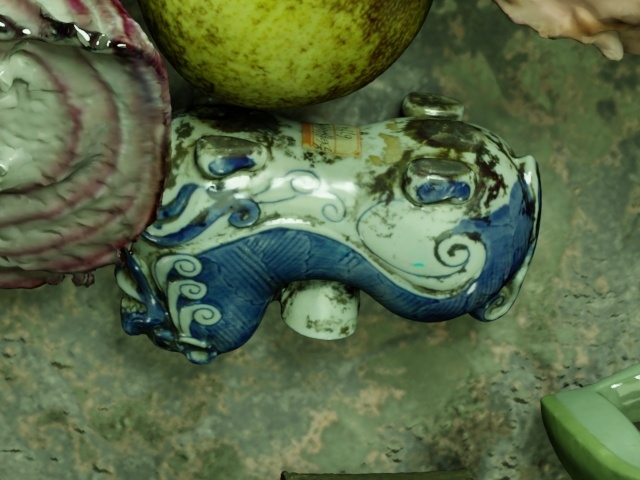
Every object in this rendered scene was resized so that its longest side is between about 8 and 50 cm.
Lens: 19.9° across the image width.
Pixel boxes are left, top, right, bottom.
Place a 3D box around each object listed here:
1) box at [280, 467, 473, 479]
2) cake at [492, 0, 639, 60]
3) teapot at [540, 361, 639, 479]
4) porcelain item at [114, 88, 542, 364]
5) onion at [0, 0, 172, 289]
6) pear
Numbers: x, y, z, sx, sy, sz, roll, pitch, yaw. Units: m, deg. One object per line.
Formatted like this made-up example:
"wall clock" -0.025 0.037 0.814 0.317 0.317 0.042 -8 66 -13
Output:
"box" 0.054 0.292 1.246 0.143 0.273 0.184 1 110 -9
"cake" 0.241 -0.248 1.011 0.314 0.307 0.293 31 63 -18
"teapot" 0.337 0.087 1.217 0.322 0.239 0.239 11 107 -8
"porcelain item" 0.000 0.000 1.213 0.288 0.138 0.186 4 118 -5
"onion" -0.243 -0.095 1.135 0.314 0.146 0.280 9 143 -3
"pear" -0.030 -0.171 1.117 0.197 0.197 0.197 -2 109 -5
